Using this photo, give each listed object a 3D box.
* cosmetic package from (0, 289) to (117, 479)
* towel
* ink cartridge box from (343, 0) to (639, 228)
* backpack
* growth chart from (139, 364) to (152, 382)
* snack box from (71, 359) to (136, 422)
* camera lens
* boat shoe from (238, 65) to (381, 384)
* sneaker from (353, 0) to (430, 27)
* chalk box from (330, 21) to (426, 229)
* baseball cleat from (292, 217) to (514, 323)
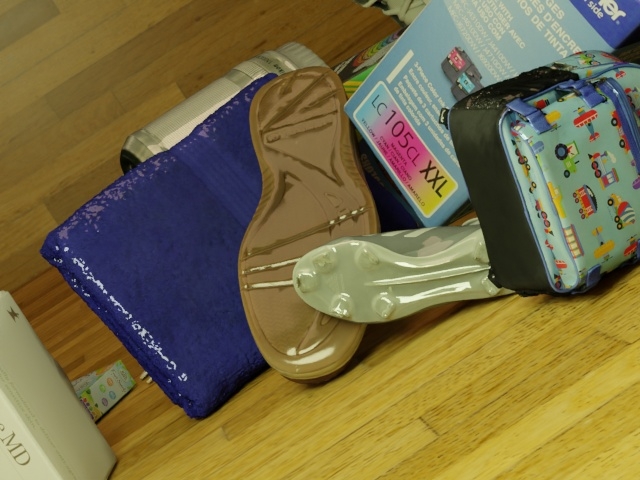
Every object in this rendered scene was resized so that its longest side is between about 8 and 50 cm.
[{"bbox_3d":[-0.389,0.227,1.487,0.365,0.197,0.155,-32,9,11],"label":"cosmetic package"},{"bbox_3d":[-0.082,0.004,1.583,0.308,0.227,0.076,-38,-9,-30],"label":"towel"},{"bbox_3d":[0.229,-0.202,1.392,0.270,0.151,0.395,-29,-14,-39],"label":"ink cartridge box"},{"bbox_3d":[0.194,-0.055,1.194,0.173,0.158,0.117,-24,13,-26],"label":"backpack"},{"bbox_3d":[-0.113,0.099,1.783,0.172,0.021,0.237,-36,9,-15],"label":"growth chart"},{"bbox_3d":[-0.279,0.186,1.815,0.141,0.037,0.100,-25,13,37],"label":"snack box"},{"bbox_3d":[-0.095,-0.094,2.098,0.274,0.219,0.219,-34,10,-14],"label":"camera lens"},{"bbox_3d":[0.000,0.000,1.474,0.123,0.123,0.342,-15,46,8],"label":"boat shoe"},{"bbox_3d":[0.133,-0.329,2.288,0.447,0.257,0.169,-1,-9,-24],"label":"sneaker"},{"bbox_3d":[0.054,-0.095,1.759,0.289,0.179,0.180,-28,11,33],"label":"chalk box"},{"bbox_3d":[0.085,0.021,1.330,0.206,0.072,0.109,-3,11,19],"label":"baseball cleat"}]
